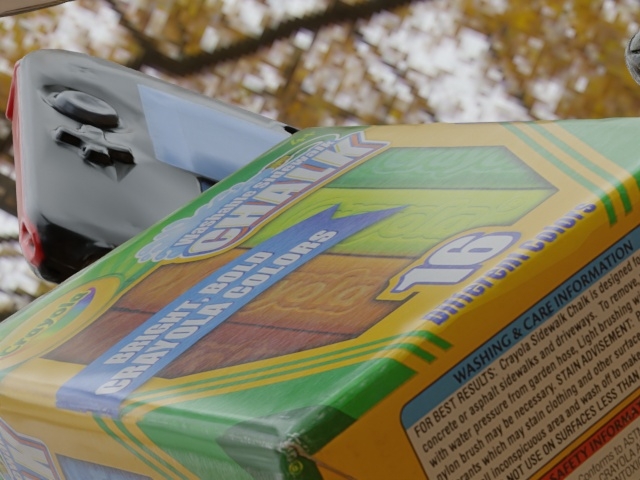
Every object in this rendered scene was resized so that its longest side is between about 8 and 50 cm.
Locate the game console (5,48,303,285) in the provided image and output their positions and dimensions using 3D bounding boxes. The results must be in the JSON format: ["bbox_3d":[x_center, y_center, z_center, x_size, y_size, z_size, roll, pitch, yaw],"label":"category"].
[{"bbox_3d":[0.000,0.000,1.185,0.342,0.386,0.060,-120,51,-69],"label":"game console"}]

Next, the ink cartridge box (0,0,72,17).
[{"bbox_3d":[-0.144,-0.227,0.839,0.158,0.092,0.218,61,-164,-60],"label":"ink cartridge box"}]

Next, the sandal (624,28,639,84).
[{"bbox_3d":[0.287,-0.071,1.263,0.090,0.219,0.060,-41,-35,-28],"label":"sandal"}]

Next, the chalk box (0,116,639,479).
[{"bbox_3d":[0.006,0.055,0.481,0.132,0.213,0.132,-36,-69,-29],"label":"chalk box"}]
